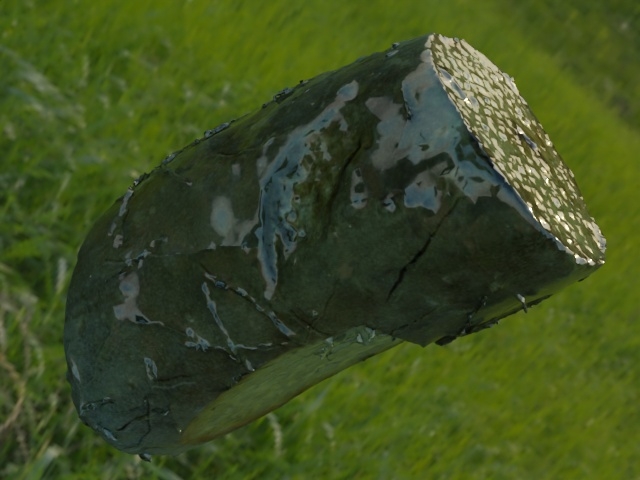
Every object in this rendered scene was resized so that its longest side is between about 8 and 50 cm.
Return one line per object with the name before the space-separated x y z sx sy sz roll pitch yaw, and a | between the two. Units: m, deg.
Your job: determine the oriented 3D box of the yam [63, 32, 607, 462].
yam | 0.000 0.000 0.706 0.154 0.254 0.154 36 39 -36
